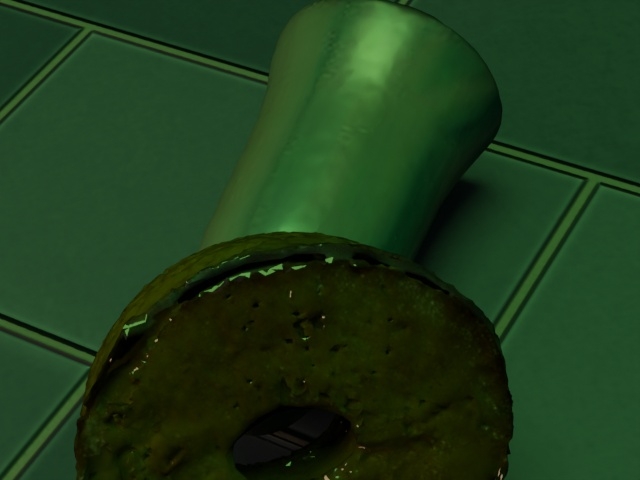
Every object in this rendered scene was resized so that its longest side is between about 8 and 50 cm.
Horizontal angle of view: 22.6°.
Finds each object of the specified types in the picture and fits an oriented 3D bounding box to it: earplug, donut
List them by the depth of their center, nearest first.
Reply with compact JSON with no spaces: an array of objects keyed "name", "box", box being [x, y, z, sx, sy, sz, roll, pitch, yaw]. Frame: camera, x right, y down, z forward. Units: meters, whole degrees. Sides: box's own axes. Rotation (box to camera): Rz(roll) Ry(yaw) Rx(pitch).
[{"name":"donut","box":[-0.024,0.109,0.997,0.272,0.272,0.107,-16,22,-9]},{"name":"earplug","box":[0.000,0.000,1.152,0.185,0.185,0.324,11,55,18]}]
